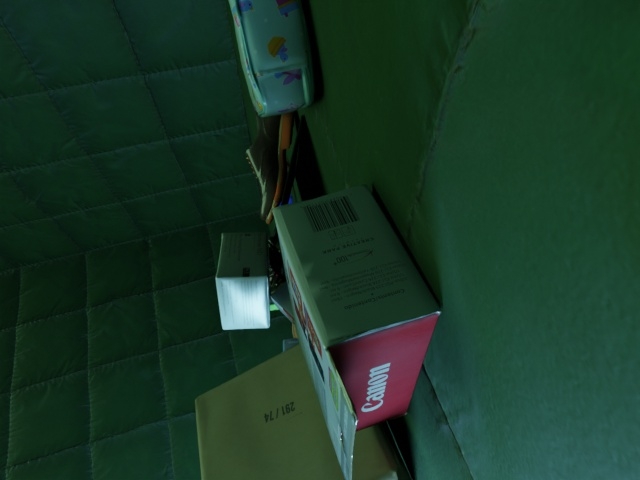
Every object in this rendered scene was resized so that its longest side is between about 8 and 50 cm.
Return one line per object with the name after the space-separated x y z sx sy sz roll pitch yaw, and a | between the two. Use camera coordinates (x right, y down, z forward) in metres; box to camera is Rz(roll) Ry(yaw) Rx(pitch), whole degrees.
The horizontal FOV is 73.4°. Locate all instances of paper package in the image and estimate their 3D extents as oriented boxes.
-0.039 0.370 0.785 0.168 0.325 0.309 61 -178 -40 | paper package

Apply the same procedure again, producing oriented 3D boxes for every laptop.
0.000 0.000 1.020 0.408 0.236 0.382 46 168 4 | laptop

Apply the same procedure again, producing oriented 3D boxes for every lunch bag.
-0.089 -0.355 0.721 0.224 0.108 0.278 -125 23 -74 | lunch bag

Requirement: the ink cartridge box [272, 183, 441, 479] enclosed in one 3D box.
0.048 0.137 0.570 0.309 0.130 0.271 86 165 -50 | ink cartridge box

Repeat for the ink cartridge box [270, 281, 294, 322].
-0.071 0.171 1.105 0.099 0.056 0.135 43 167 13 | ink cartridge box

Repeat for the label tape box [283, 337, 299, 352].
-0.028 0.450 1.048 0.347 0.115 0.248 -99 4 -51 | label tape box

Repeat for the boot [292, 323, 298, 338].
-0.045 0.241 1.470 0.220 0.109 0.283 99 163 -59 | boot

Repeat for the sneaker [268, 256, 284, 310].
-0.203 0.187 2.045 0.483 0.186 0.202 -135 28 -71 | sneaker

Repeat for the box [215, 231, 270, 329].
-0.189 0.099 1.084 0.180 0.119 0.181 -100 11 -53 | box

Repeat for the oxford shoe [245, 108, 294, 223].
-0.125 -0.173 1.002 0.097 0.099 0.270 -95 14 -76 | oxford shoe

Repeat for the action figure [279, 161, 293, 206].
-0.111 -0.085 1.322 0.139 0.092 0.280 -101 2 -59 | action figure
